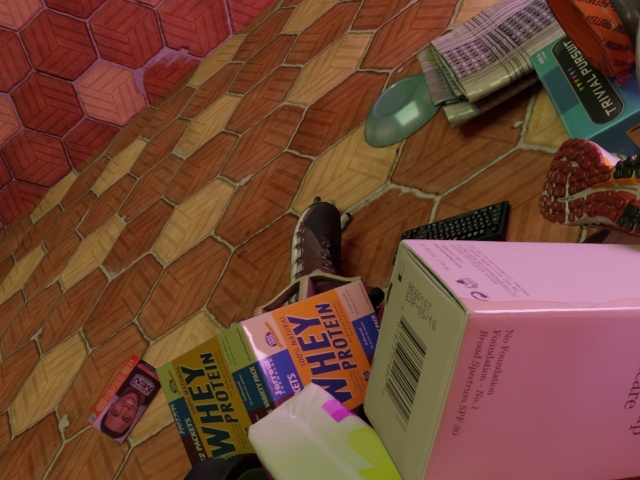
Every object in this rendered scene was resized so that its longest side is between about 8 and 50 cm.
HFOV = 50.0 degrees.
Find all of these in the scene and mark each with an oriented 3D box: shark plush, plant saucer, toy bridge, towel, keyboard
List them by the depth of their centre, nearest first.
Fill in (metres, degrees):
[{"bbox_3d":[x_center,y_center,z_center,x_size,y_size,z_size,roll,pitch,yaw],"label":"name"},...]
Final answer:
[{"bbox_3d":[-0.019,0.080,0.971,0.188,0.026,0.063,-19,49,29],"label":"toy bridge"},{"bbox_3d":[0.182,0.002,0.981,0.180,0.023,0.108,-19,40,39],"label":"keyboard"},{"bbox_3d":[0.321,-0.348,1.175,0.324,0.056,0.312,-30,33,16],"label":"towel"},{"bbox_3d":[0.000,0.000,1.208,0.067,0.073,0.161,158,125,-67],"label":"shark plush"},{"bbox_3d":[0.153,-0.264,1.322,0.195,0.037,0.195,-31,32,23],"label":"plant saucer"}]

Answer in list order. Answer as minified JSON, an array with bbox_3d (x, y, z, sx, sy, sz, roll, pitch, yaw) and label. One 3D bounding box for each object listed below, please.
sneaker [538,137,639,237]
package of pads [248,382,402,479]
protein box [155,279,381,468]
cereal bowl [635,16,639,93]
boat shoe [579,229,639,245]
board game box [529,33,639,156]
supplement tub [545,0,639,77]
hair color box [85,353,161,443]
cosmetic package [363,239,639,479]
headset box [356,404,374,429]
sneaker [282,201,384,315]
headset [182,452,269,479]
[{"bbox_3d":[0.288,-0.038,0.646,0.225,0.092,0.088,-134,61,-68],"label":"sneaker"},{"bbox_3d":[0.070,0.282,0.577,0.101,0.229,0.296,-32,25,-19],"label":"package of pads"},{"bbox_3d":[-0.051,0.163,0.832,0.201,0.136,0.199,-15,-12,-46],"label":"protein box"},{"bbox_3d":[0.466,-0.178,0.630,0.339,0.339,0.141,-38,-13,13],"label":"cereal bowl"},{"bbox_3d":[0.282,0.072,0.734,0.319,0.116,0.099,-47,-14,10],"label":"boat shoe"},{"bbox_3d":[0.463,-0.251,0.883,0.336,0.079,0.254,-31,33,23],"label":"board game box"},{"bbox_3d":[0.423,-0.342,0.771,0.316,0.193,0.194,-37,31,15],"label":"supplement tub"},{"bbox_3d":[-0.351,0.286,1.244,0.043,0.072,0.141,8,60,54],"label":"hair color box"},{"bbox_3d":[0.204,0.093,0.535,0.113,0.309,0.160,-124,39,-60],"label":"cosmetic package"},{"bbox_3d":[0.071,0.233,0.828,0.083,0.032,0.062,-9,46,44],"label":"headset box"},{"bbox_3d":[0.033,0.056,1.038,0.162,0.106,0.282,-11,54,37],"label":"sneaker"},{"bbox_3d":[-0.054,0.396,0.622,0.185,0.243,0.394,-10,57,18],"label":"headset"}]
